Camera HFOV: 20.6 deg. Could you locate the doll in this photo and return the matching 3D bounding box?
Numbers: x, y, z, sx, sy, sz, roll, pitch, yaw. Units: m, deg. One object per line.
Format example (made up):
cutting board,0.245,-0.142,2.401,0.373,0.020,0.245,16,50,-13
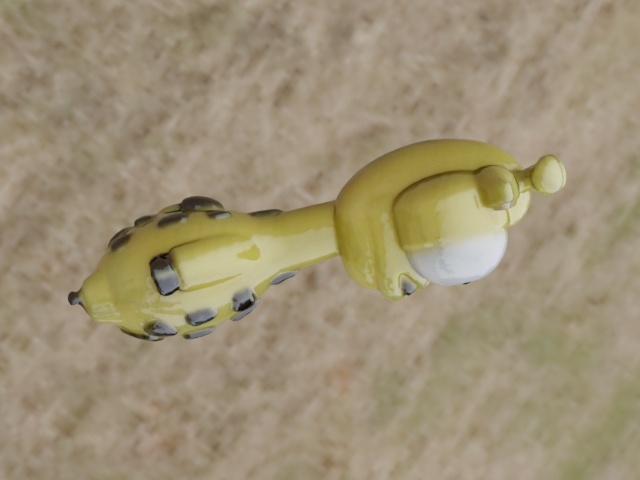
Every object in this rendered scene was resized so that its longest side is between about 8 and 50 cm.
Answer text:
doll,0.000,0.001,1.015,0.117,0.291,0.086,-42,119,-80
